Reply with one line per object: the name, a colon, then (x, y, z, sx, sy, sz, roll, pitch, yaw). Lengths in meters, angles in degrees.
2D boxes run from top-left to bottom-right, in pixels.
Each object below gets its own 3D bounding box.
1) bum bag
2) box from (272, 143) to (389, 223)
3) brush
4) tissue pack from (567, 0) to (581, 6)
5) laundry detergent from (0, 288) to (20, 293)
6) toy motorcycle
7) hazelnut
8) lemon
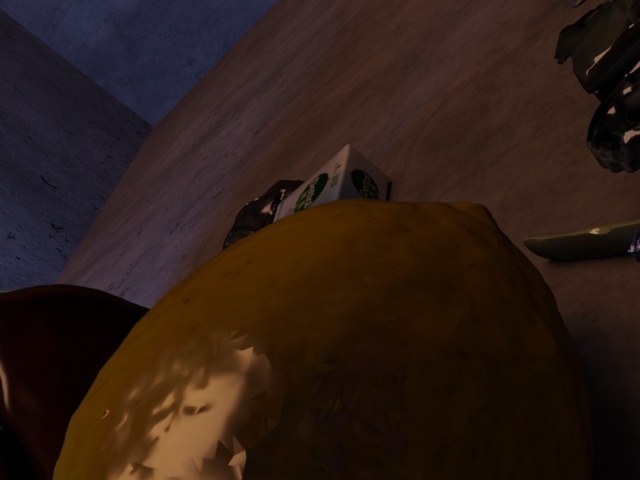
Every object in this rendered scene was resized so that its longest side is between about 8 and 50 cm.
bum bag: (-0.103, 0.037, 1.095, 0.137, 0.074, 0.310, -18, 38, 41)
box: (0.000, 0.001, 0.924, 0.139, 0.073, 0.194, -38, 24, 34)
brush: (0.203, 0.005, 0.538, 0.178, 0.033, 0.030, -14, 57, 60)
tissue pack: (0.241, -0.397, 0.856, 0.124, 0.225, 0.185, -35, 26, 37)
laundry detergent: (-0.477, 0.248, 1.230, 0.287, 0.287, 0.305, -33, 27, 42)
toy motorcycle: (0.254, -0.146, 0.579, 0.159, 0.106, 0.270, -37, 18, 31)
hazelnut: (-0.285, 0.217, 0.792, 0.429, 0.402, 0.402, -16, 40, 49)
lemon: (0.009, 0.121, 0.439, 0.285, 0.285, 0.316, -41, 2, 27)
